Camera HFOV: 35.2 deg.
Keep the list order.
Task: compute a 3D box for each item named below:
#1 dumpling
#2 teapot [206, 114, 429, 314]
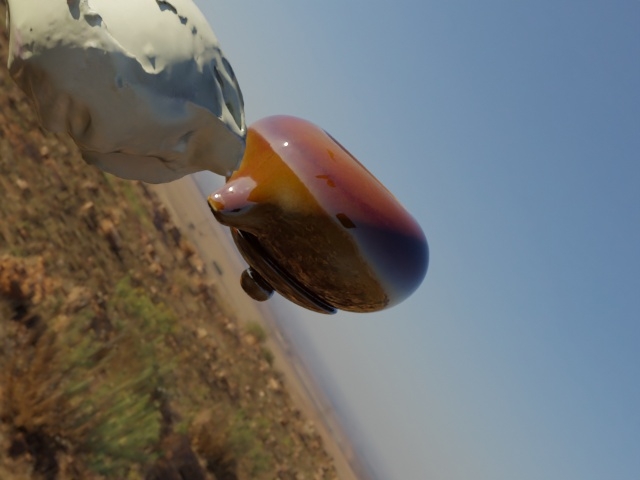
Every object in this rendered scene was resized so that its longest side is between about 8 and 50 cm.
[{"bbox_3d":[-0.126,-0.097,0.583,0.188,0.127,0.108,46,39,-12],"label":"dumpling"},{"bbox_3d":[0.000,0.000,0.786,0.178,0.135,0.252,53,9,34],"label":"teapot"}]
